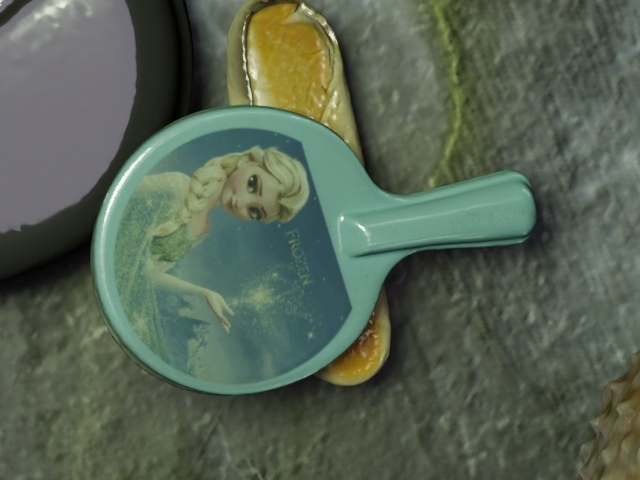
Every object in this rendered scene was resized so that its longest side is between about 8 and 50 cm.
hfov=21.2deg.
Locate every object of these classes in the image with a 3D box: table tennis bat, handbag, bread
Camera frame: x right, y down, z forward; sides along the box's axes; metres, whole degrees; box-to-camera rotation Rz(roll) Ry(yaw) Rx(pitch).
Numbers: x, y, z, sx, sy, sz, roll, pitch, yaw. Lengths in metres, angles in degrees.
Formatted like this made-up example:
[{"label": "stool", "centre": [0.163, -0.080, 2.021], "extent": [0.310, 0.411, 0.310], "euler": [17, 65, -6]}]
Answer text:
[{"label": "table tennis bat", "centre": [0.000, 0.000, 0.877], "extent": [0.237, 0.038, 0.149], "euler": [-8, 99, -16]}, {"label": "handbag", "centre": [-0.215, -0.112, 0.879], "extent": [0.308, 0.093, 0.254], "euler": [42, 94, -7]}, {"label": "bread", "centre": [-0.011, -0.026, 0.918], "extent": [0.073, 0.053, 0.214], "euler": [-13, 96, -21]}]

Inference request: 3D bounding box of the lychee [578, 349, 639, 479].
[{"label": "lychee", "centre": [0.268, 0.145, 0.842], "extent": [0.300, 0.300, 0.300], "euler": [0, 98, -2]}]
